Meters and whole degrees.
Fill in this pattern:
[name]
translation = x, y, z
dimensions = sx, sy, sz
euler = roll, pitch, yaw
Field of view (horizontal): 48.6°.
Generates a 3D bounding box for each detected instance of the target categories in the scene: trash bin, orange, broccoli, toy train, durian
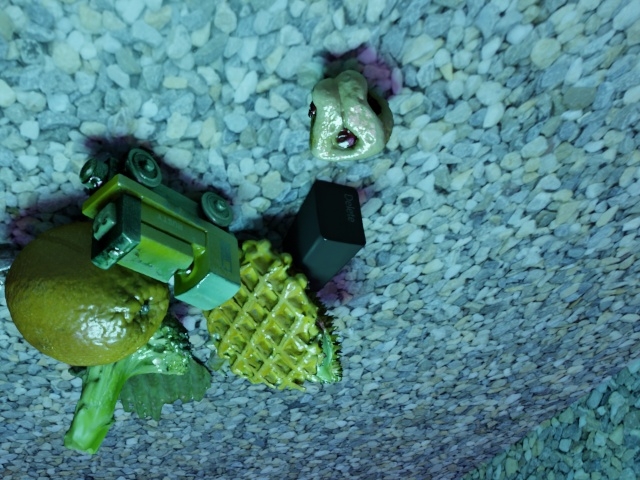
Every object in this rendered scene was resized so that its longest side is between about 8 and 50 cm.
[trash bin]
translation = 0.000, 0.000, 1.651
dimensions = 0.115, 0.165, 0.225
euler = 8, 143, -23
[orange]
translation = -0.505, 0.116, 1.567
dimensions = 0.357, 0.322, 0.322
euler = 7, 152, 31
[broccoli]
translation = -0.491, 0.326, 1.813
dimensions = 0.353, 0.397, 0.275
euler = -24, 142, 9
[toy train]
translation = -0.327, -0.022, 1.489
dimensions = 0.160, 0.253, 0.397
euler = -32, 138, 27
[durian]
translation = -0.072, 0.204, 1.775
dimensions = 0.198, 0.394, 0.163
euler = -38, -176, -3

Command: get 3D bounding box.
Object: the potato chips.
[potato chips]
translation = -0.552, 0.439, 2.191
dimensions = 0.373, 0.097, 0.389
euler = -19, 143, 12

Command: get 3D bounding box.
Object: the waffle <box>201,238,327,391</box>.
[waffle]
translation = -0.151, 0.182, 1.698
dimensions = 0.380, 0.381, 0.095
euler = -2, -163, 40

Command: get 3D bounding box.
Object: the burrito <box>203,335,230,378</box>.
[burrito]
translation = -0.162, 0.290, 2.028
dimensions = 0.332, 0.135, 0.190
euler = -6, 143, -1

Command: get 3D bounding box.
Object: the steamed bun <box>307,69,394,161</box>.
[steamed bun]
translation = 0.046, -0.249, 1.351
dimensions = 0.172, 0.140, 0.155
euler = -11, 139, 10

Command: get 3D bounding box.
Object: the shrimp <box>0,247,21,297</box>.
[shrimp]
translation = -0.830, 0.070, 1.634
dimensions = 0.343, 0.116, 0.145
euler = 2, 142, -23
